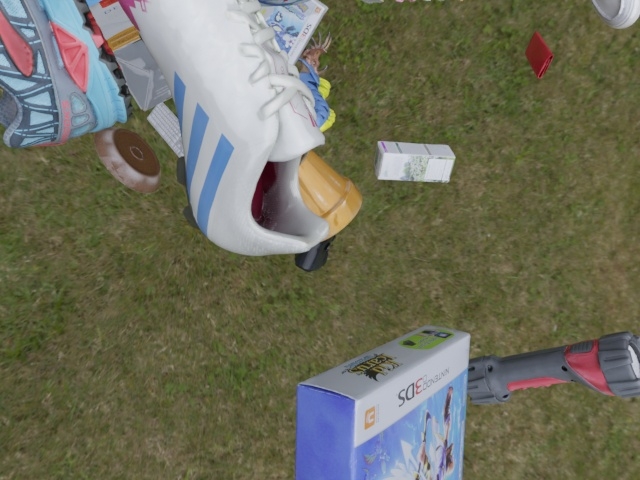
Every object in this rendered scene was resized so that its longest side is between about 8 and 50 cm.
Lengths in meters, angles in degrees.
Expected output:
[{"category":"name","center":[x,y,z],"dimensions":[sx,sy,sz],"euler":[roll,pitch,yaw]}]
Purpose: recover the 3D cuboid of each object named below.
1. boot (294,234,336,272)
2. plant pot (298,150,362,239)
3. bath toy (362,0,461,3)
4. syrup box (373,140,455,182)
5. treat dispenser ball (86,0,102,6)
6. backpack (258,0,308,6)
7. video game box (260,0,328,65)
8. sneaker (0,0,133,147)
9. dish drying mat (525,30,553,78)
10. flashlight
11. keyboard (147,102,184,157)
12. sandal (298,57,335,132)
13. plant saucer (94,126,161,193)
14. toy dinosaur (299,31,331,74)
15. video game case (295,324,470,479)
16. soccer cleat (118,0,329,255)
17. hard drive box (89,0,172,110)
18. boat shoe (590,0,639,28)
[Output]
[{"category":"boot","center":[0.000,0.000,1.510],"dimensions":[0.094,0.246,0.207],"euler":[26,105,-1]},{"category":"plant pot","center":[-0.029,-0.126,1.387],"dimensions":[0.205,0.205,0.188],"euler":[-42,118,-8]},{"category":"bath toy","center":[0.282,-0.796,1.674],"dimensions":[0.348,0.151,0.129],"euler":[9,100,23]},{"category":"syrup box","center":[0.293,-0.249,1.738],"dimensions":[0.237,0.096,0.093],"euler":[2,125,-7]},{"category":"treat dispenser ball","center":[-0.353,-0.508,1.072],"dimensions":[0.288,0.288,0.288],"euler":[0,92,-13]},{"category":"backpack","center":[-0.084,-0.568,0.892],"dimensions":[0.290,0.273,0.355],"euler":[-10,62,-13]},{"category":"video game box","center":[-0.115,-0.540,1.334],"dimensions":[0.205,0.048,0.187],"euler":[33,117,-4]},{"category":"sneaker","center":[-0.229,-0.169,0.360],"dimensions":[0.125,0.104,0.262],"euler":[-29,132,-13]},{"category":"dish drying mat","center":[0.267,-0.228,0.673],"dimensions":[0.008,0.083,0.032],"euler":[14,128,-3]},{"category":"flashlight","center":[0.394,0.233,0.945],"dimensions":[0.103,0.304,0.103],"euler":[18,59,-38]},{"category":"keyboard","center":[-0.429,-0.318,1.593],"dimensions":[0.072,0.014,0.256],"euler":[-47,58,5]},{"category":"sandal","center":[-0.048,-0.354,1.369],"dimensions":[0.126,0.317,0.138],"euler":[-31,126,17]},{"category":"plant saucer","center":[-0.462,-0.207,1.351],"dimensions":[0.036,0.198,0.198],"euler":[-33,99,20]},{"category":"toy dinosaur","center":[-0.052,-0.652,1.653],"dimensions":[0.200,0.295,0.127],"euler":[23,50,18]},{"category":"video game case","center":[0.070,0.238,0.526],"dimensions":[0.244,0.061,0.269],"euler":[-7,100,-54]},{"category":"soccer cleat","center":[-0.063,-0.135,0.433],"dimensions":[0.116,0.143,0.331],"euler":[-42,132,-43]},{"category":"hard drive box","center":[-0.221,-0.305,0.793],"dimensions":[0.181,0.232,0.089],"euler":[-31,133,-8]},{"category":"boat shoe","center":[0.342,-0.351,0.688],"dimensions":[0.063,0.066,0.184],"euler":[-12,87,-20]}]
